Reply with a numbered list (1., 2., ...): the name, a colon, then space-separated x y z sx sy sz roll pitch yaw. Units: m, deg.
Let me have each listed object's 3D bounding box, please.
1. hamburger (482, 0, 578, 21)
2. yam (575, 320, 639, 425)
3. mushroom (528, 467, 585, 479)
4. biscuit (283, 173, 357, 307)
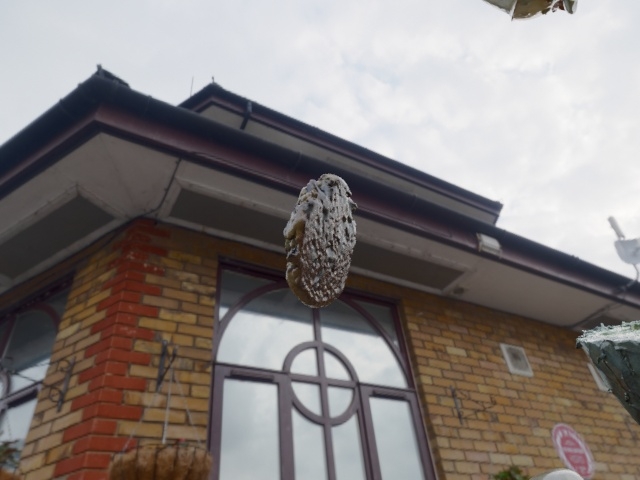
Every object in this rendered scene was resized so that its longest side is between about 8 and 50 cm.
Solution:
1. hamburger: 0.220 -0.336 0.450 0.147 0.237 0.237 14 -36 19
2. yam: 0.312 0.153 0.324 0.154 0.254 0.154 -25 -17 -8
3. mushroom: 0.462 0.527 0.851 0.209 0.206 0.206 25 -48 -15
4. biscuit: -0.002 -0.002 1.177 0.081 0.334 0.289 3 -27 31
